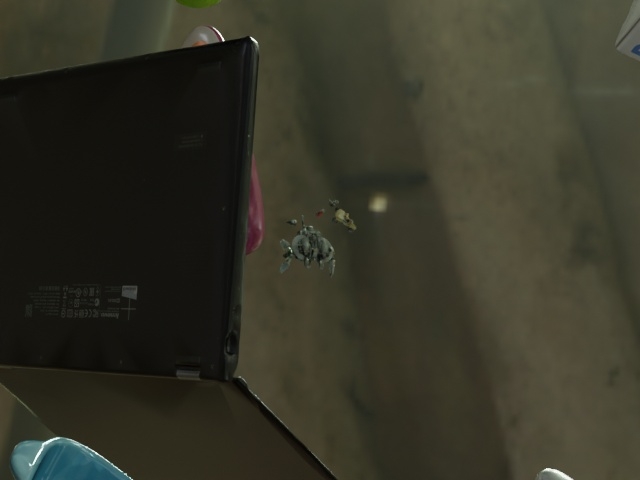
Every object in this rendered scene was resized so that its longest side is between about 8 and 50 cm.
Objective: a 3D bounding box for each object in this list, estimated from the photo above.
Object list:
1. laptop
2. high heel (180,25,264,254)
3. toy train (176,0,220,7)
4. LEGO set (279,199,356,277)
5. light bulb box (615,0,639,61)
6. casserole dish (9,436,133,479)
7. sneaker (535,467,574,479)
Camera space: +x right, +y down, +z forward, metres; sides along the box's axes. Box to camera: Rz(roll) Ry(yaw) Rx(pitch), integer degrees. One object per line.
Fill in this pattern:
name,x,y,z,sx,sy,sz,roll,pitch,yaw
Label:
laptop,-0.107,0.063,1.522,0.236,0.408,0.382,8,-6,-41
high heel,-0.098,-0.104,1.878,0.082,0.244,0.117,-9,0,23
toy train,-0.098,-0.254,1.464,0.248,0.105,0.143,17,-46,19
LEGO set,-0.001,-0.003,1.385,0.054,0.083,0.023,38,-32,-18
light bulb box,0.510,-0.283,1.598,0.361,0.358,0.225,25,-23,-3
casserole dish,-0.081,0.168,0.843,0.188,0.037,0.114,39,14,-8
sneaker,0.102,0.290,1.232,0.305,0.152,0.114,-44,-24,6
